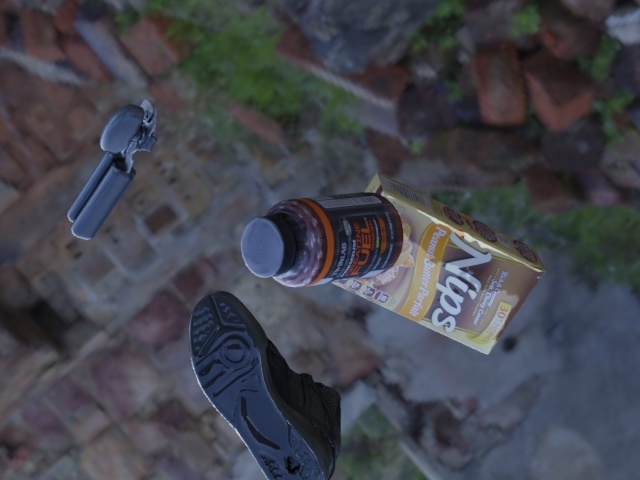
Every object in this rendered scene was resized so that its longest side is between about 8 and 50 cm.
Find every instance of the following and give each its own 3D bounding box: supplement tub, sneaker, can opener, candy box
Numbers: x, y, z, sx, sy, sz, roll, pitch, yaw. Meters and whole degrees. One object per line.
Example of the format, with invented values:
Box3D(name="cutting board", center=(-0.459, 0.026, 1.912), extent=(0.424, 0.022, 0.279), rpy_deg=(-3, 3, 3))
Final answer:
Box3D(name="supplement tub", center=(0.000, 0.000, 1.665), extent=(0.198, 0.106, 0.106), rpy_deg=(-8, -135, -46))
Box3D(name="sneaker", center=(-0.053, 0.153, 1.475), extent=(0.227, 0.087, 0.130), rpy_deg=(56, -165, 4))
Box3D(name="can opener", center=(-0.347, -0.122, 2.321), extent=(0.093, 0.280, 0.074), rpy_deg=(13, -143, -31))
Box3D(name="candy box", center=(0.186, 0.040, 2.327), extent=(0.316, 0.183, 0.087), rpy_deg=(25, -158, -16))
